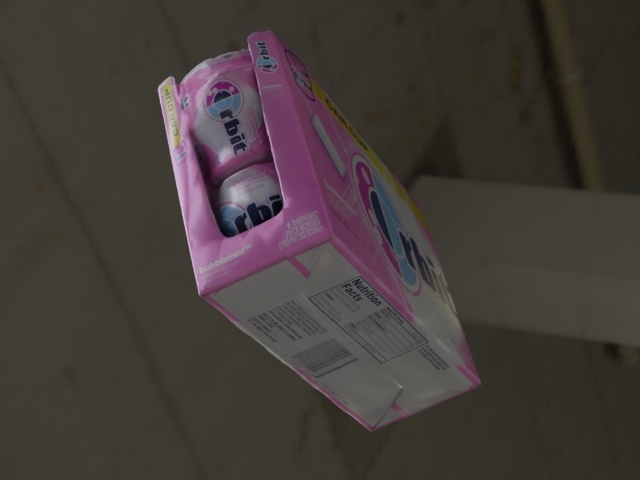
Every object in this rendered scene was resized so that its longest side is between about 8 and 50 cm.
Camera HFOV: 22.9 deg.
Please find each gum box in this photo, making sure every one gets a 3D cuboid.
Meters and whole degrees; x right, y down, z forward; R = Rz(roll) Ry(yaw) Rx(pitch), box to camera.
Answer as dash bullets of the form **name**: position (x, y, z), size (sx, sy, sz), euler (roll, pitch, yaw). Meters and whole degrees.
- **gum box**: position (0.000, 0.000, 0.707), size (0.188, 0.062, 0.107), euler (45, -155, -55)
